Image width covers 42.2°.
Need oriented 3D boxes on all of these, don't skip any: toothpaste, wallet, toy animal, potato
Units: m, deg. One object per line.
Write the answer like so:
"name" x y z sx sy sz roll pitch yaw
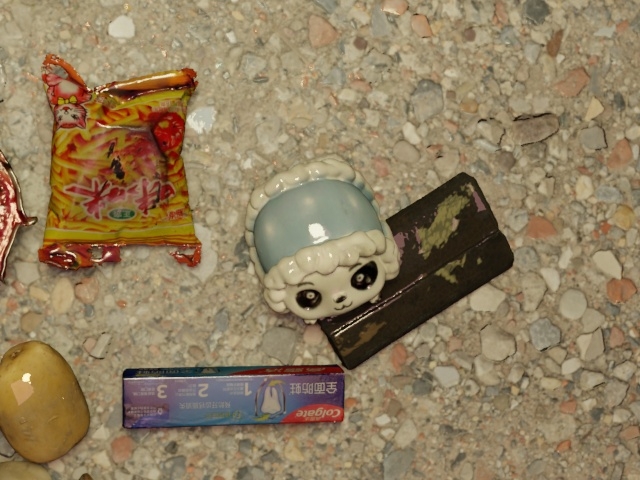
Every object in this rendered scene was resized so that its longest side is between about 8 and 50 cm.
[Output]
"toothpaste" -0.125 0.226 1.212 0.320 0.066 0.076 1 94 -11
"wallet" 0.132 0.045 1.255 0.321 0.044 0.170 -31 96 -7
"toy animal" 0.000 0.000 1.154 0.208 0.156 0.204 -18 60 -1
"potato" -0.388 0.226 1.146 0.109 0.118 0.178 -6 112 25

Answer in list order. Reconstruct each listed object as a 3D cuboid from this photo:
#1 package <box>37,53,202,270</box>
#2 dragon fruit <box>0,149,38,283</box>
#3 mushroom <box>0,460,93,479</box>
"package" -0.272 -0.104 1.148 0.223 0.108 0.288 1 101 -15
"dragon fruit" -0.485 -0.070 1.107 0.274 0.126 0.161 45 76 -9
"mushroom" -0.417 0.402 1.124 0.236 0.162 0.173 -32 100 -8
